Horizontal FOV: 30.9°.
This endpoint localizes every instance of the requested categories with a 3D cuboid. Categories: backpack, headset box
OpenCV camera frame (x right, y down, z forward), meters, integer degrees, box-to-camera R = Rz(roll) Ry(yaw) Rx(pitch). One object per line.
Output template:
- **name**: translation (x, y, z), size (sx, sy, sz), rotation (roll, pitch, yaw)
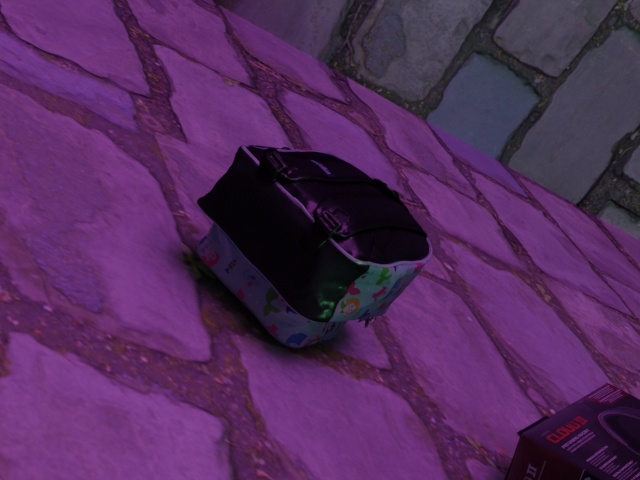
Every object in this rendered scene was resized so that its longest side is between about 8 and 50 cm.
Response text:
- **backpack**: translation (0.000, 0.000, 1.342), size (0.225, 0.191, 0.253), rotation (45, 28, 19)
- **headset box**: translation (0.350, 0.276, 1.256), size (0.293, 0.110, 0.218), rotation (28, 26, 32)
